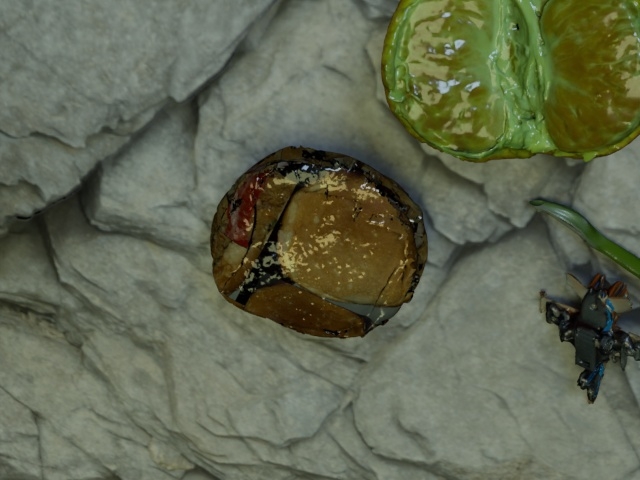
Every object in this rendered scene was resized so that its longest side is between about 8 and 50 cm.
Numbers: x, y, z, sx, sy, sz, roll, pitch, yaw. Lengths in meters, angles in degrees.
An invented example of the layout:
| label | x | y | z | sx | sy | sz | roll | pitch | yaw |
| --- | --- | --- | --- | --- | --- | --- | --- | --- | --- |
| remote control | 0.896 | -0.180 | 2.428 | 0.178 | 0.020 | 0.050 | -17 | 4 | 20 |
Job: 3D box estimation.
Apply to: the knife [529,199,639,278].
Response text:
| label | x | y | z | sx | sy | sz | roll | pitch | yaw |
| --- | --- | --- | --- | --- | --- | --- | --- | --- | --- |
| knife | 0.290 | 0.006 | 1.061 | 0.184 | 0.022 | 0.026 | 32 | 150 | -6 |

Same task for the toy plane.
| label | x | y | z | sx | sy | sz | roll | pitch | yaw |
| --- | --- | --- | --- | --- | --- | --- | --- | --- | --- |
| toy plane | 0.285 | 0.116 | 1.106 | 0.135 | 0.062 | 0.188 | 26 | 132 | 32 |

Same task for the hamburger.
| label | x | y | z | sx | sy | sz | roll | pitch | yaw |
| --- | --- | --- | --- | --- | --- | --- | --- | --- | --- |
| hamburger | 0.000 | 0.000 | 1.085 | 0.231 | 0.107 | 0.231 | 4 | 120 | 8 |

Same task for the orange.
| label | x | y | z | sx | sy | sz | roll | pitch | yaw |
| --- | --- | --- | --- | --- | --- | --- | --- | --- | --- |
| orange | 0.177 | -0.163 | 0.905 | 0.237 | 0.158 | 0.179 | -2 | 114 | 19 |
